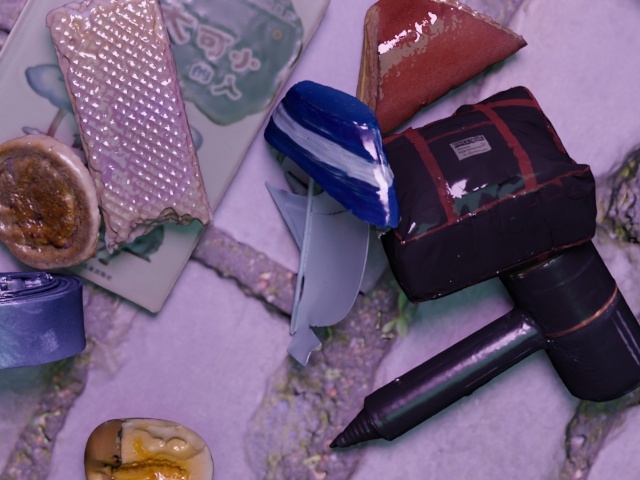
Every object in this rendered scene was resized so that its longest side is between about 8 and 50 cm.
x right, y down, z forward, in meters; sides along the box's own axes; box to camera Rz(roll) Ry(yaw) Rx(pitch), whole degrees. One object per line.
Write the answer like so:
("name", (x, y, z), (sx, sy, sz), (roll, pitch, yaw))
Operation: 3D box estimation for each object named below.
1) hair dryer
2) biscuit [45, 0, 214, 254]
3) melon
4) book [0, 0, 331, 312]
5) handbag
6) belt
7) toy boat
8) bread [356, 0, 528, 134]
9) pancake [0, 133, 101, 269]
("hair dryer", (0.170, 0.145, 1.266), (0.352, 0.107, 0.189), (-33, 107, 5))
("biscuit", (-0.180, -0.114, 1.120), (0.108, 0.062, 0.239), (-13, 102, -3))
("melon", (-0.179, 0.248, 1.228), (0.128, 0.079, 0.160), (-6, 102, -28))
("book", (-0.187, -0.142, 1.163), (0.260, 0.043, 0.371), (28, 96, -14))
("handbag", (0.147, -0.051, 1.174), (0.215, 0.169, 0.155), (-20, 130, -8))
("belt", (-0.322, 0.072, 1.128), (0.190, 0.141, 0.082), (-1, 99, -1))
("toy boat", (-0.011, -0.027, 1.169), (0.070, 0.210, 0.292), (-9, 146, -29))
("bread", (0.099, -0.195, 1.190), (0.192, 0.067, 0.119), (-34, 105, -2))
("pancake", (-0.268, -0.034, 1.121), (0.139, 0.022, 0.140), (7, 114, 16))
